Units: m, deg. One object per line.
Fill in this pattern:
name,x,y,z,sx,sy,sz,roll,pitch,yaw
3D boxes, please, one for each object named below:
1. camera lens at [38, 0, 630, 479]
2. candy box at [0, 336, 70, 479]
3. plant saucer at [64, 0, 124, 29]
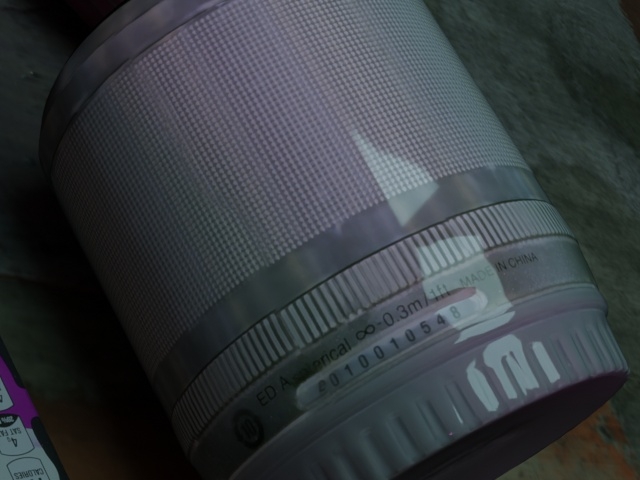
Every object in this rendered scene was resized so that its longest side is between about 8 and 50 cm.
camera lens,0.000,0.000,0.720,0.219,0.219,0.274,-5,59,-51
candy box,-0.151,0.144,0.492,0.159,0.071,0.233,-8,55,-41
plant saucer,-0.083,-0.212,0.971,0.332,0.084,0.332,29,38,-26
